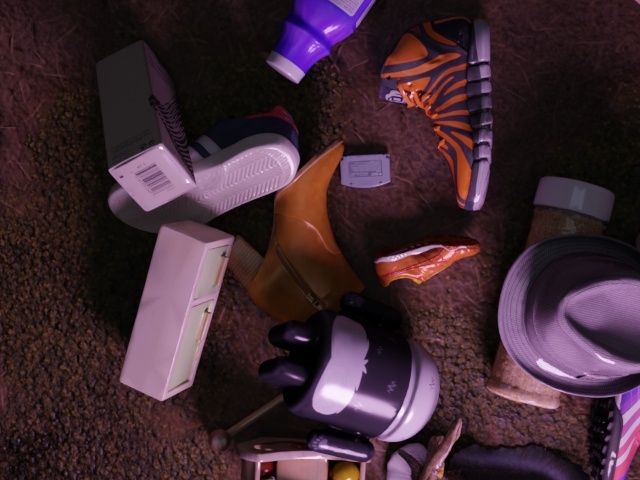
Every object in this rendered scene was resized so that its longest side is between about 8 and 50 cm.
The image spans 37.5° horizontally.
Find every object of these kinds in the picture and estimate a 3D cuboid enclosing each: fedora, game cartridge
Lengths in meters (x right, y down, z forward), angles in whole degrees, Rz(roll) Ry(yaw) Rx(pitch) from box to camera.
[{"bbox_3d":[0.410,0.112,1.371,0.276,0.124,0.243,18,87,-6],"label":"fedora"},{"bbox_3d":[0.075,-0.116,1.572,0.083,0.017,0.055,-2,84,4],"label":"game cartridge"}]

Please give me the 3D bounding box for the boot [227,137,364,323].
[{"bbox_3d":[-0.001,0.001,1.541,0.211,0.104,0.295,42,97,-1],"label":"boot"}]

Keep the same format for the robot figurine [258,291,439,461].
[{"bbox_3d":[0.048,0.210,1.464,0.278,0.173,0.209,20,110,-18],"label":"robot figurine"}]

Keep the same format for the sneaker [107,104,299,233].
[{"bbox_3d":[-0.187,-0.123,1.552,0.350,0.131,0.148,-15,42,21],"label":"sneaker"}]

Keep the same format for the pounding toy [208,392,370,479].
[{"bbox_3d":[-0.054,0.329,1.498,0.270,0.154,0.154,4,89,4],"label":"pounding toy"}]

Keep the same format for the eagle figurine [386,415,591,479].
[{"bbox_3d":[0.260,0.427,1.477,0.298,0.225,0.226,25,134,-27],"label":"eagle figurine"}]

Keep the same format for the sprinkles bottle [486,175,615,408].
[{"bbox_3d":[0.363,0.081,1.490,0.121,0.121,0.355,15,89,5],"label":"sprinkles bottle"}]

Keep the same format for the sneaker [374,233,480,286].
[{"bbox_3d":[0.177,0.032,1.546,0.175,0.064,0.067,-13,107,9],"label":"sneaker"}]

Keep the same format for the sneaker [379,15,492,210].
[{"bbox_3d":[0.186,-0.203,1.526,0.180,0.124,0.320,-1,77,8],"label":"sneaker"}]

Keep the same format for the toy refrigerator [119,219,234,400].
[{"bbox_3d":[-0.226,0.111,1.508,0.094,0.102,0.269,21,102,18],"label":"toy refrigerator"}]

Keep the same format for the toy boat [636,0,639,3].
[{"bbox_3d":[0.582,-0.370,1.492,0.268,0.148,0.318,8,81,0],"label":"toy boat"}]

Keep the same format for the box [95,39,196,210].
[{"bbox_3d":[-0.277,-0.185,1.479,0.094,0.113,0.275,-26,48,9],"label":"box"}]

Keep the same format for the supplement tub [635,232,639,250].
[{"bbox_3d":[0.612,0.000,1.462,0.200,0.144,0.144,-32,86,2],"label":"supplement tub"}]

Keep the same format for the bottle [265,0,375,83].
[{"bbox_3d":[0.017,-0.391,1.547,0.118,0.092,0.282,34,91,5],"label":"bottle"}]

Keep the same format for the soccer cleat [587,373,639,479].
[{"bbox_3d":[0.501,0.244,1.484,0.117,0.108,0.318,11,86,-1],"label":"soccer cleat"}]
